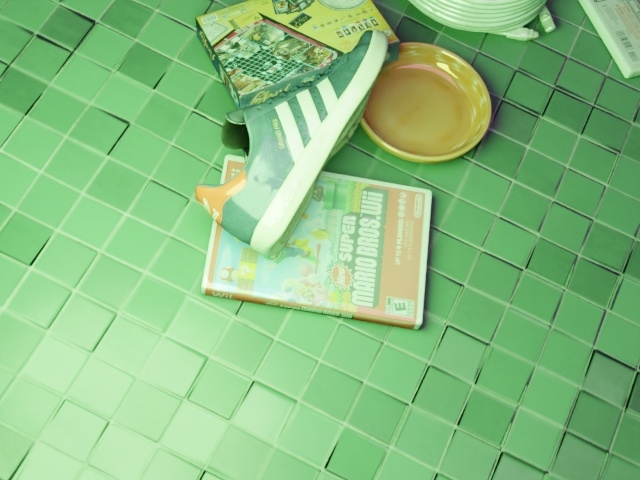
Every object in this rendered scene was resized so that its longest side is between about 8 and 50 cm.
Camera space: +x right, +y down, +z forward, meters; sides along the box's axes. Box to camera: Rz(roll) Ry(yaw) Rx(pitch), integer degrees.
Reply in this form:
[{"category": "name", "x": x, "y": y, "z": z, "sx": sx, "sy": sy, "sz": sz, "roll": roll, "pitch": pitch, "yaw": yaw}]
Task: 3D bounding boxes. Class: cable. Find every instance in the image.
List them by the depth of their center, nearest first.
[{"category": "cable", "x": 0.232, "y": -0.430, "z": 1.703, "sx": 0.257, "sy": 0.089, "sz": 0.257, "roll": 1, "pitch": 62, "yaw": -9}]

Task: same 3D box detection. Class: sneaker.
[{"category": "sneaker", "x": -0.038, "y": -0.157, "z": 1.451, "sx": 0.148, "sy": 0.131, "sz": 0.350, "roll": 29, "pitch": 66, "yaw": 5}]

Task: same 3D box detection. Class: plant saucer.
[{"category": "plant saucer", "x": 0.141, "y": -0.190, "z": 1.591, "sx": 0.200, "sy": 0.037, "sz": 0.200, "roll": 4, "pitch": 63, "yaw": -7}]

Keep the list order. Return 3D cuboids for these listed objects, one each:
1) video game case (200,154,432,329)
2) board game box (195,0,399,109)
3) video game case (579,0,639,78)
[{"category": "video game case", "x": 0.000, "y": 0.000, "z": 1.473, "sx": 0.285, "sy": 0.025, "sz": 0.204, "roll": 9, "pitch": 61, "yaw": -4}, {"category": "board game box", "x": -0.033, "y": -0.284, "z": 1.585, "sx": 0.243, "sy": 0.042, "sz": 0.165, "roll": -21, "pitch": 59, "yaw": -14}, {"category": "video game case", "x": 0.506, "y": -0.354, "z": 1.748, "sx": 0.183, "sy": 0.023, "sz": 0.201, "roll": -16, "pitch": 65, "yaw": -17}]
